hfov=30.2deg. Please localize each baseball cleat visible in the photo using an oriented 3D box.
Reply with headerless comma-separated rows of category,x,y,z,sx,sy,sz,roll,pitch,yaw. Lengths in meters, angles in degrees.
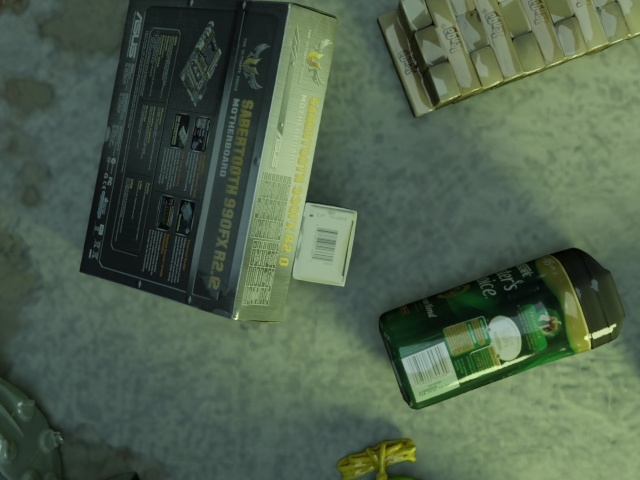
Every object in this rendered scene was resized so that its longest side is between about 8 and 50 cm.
baseball cleat,-0.293,0.137,0.955,0.109,0.072,0.206,-15,117,31

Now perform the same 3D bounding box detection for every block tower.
block tower,0.217,-0.196,0.927,0.335,0.097,0.091,-20,91,2

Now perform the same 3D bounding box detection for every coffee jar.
coffee jar,0.142,0.067,0.937,0.184,0.096,0.079,-19,95,1

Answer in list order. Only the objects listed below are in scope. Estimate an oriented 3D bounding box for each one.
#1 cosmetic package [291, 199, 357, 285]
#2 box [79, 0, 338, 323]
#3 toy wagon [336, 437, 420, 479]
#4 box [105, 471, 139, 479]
cosmetic package,0.000,0.000,0.925,0.041,0.115,0.060,10,94,-4
box,-0.089,-0.068,0.902,0.183,0.056,0.231,12,93,41
toy wagon,0.094,0.334,0.963,0.267,0.068,0.344,-18,92,1
box,-0.190,0.291,0.873,0.142,0.247,0.163,-23,92,0
